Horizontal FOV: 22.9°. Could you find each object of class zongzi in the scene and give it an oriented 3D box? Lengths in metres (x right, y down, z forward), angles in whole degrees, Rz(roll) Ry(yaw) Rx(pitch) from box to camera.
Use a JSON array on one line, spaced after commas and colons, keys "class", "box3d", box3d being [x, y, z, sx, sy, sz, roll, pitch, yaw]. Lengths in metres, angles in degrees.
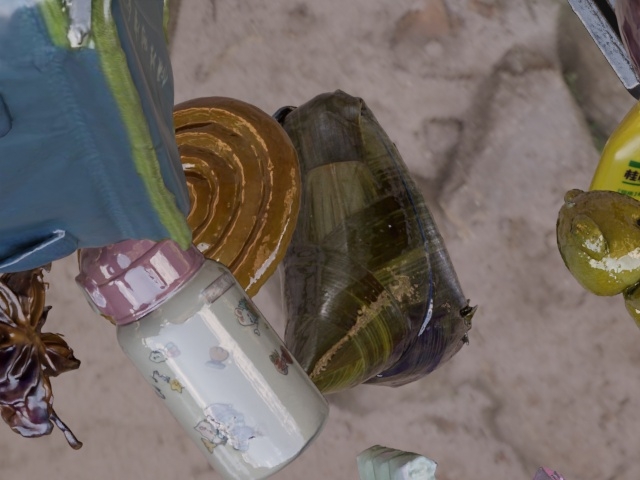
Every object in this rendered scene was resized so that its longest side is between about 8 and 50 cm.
[{"class": "zongzi", "box3d": [0.000, 0.000, 1.962, 0.208, 0.432, 0.403, -25, 81, 27]}]

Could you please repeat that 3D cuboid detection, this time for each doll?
[{"class": "doll", "box3d": [0.283, 0.034, 1.296, 0.209, 0.137, 0.097, 43, 100, -5]}]

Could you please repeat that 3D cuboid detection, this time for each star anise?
[{"class": "star anise", "box3d": [-0.209, 0.091, 1.128, 0.070, 0.097, 0.190, -9, 127, 26]}]

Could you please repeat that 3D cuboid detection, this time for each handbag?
[{"class": "handbag", "box3d": [-0.195, -0.100, 0.706, 0.241, 0.222, 0.263, -8, 153, -1]}]

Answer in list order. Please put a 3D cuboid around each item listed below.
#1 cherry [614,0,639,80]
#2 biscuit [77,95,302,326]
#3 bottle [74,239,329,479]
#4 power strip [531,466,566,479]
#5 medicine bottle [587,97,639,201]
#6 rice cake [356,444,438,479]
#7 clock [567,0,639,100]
[{"class": "cherry", "box3d": [0.242, -0.153, 0.761, 0.203, 0.300, 0.230, 1, 109, 5]}, {"class": "biscuit", "box3d": [-0.137, -0.027, 1.558, 0.262, 0.262, 0.037, -41, 145, 7]}, {"class": "bottle", "box3d": [-0.098, 0.077, 1.253, 0.110, 0.110, 0.233, -35, 104, 4]}, {"class": "power strip", "box3d": [0.259, 0.430, 2.075, 0.037, 0.109, 0.279, 23, 102, -20]}, {"class": "medicine bottle", "box3d": [0.342, -0.117, 1.610, 0.095, 0.064, 0.260, -4, 137, -15]}, {"class": "rice cake", "box3d": [0.084, 0.290, 1.329, 0.043, 0.127, 0.237, -9, 87, -19]}, {"class": "clock", "box3d": [0.356, -0.323, 1.911, 0.049, 0.273, 0.279, -32, 97, 32]}]
